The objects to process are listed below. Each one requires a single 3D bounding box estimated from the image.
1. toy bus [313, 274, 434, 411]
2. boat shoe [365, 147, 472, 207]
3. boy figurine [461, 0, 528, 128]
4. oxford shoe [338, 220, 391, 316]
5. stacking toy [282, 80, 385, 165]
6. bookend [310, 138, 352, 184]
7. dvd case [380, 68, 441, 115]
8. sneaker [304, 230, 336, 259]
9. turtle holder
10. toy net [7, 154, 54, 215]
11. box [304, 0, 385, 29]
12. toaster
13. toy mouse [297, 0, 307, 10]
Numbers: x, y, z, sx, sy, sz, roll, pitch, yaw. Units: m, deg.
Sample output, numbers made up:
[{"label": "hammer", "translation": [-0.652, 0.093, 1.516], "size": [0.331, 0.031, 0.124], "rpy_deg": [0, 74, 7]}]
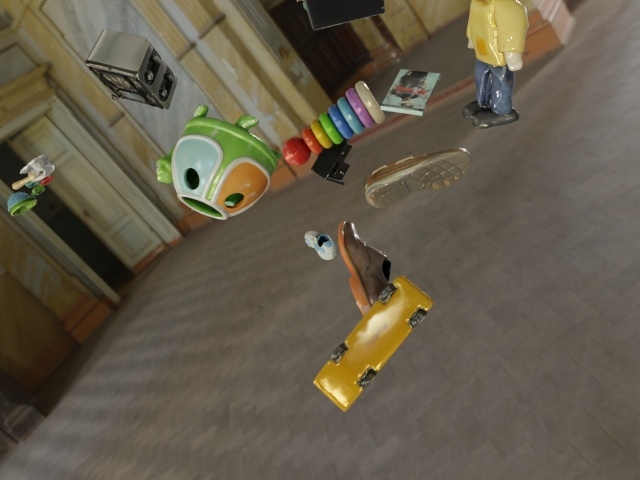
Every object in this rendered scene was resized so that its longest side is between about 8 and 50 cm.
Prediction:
[{"label": "toy bus", "translation": [0.128, 0.240, 1.263], "size": [0.333, 0.108, 0.130], "rpy_deg": [-52, -17, 4]}, {"label": "boat shoe", "translation": [0.279, -0.208, 1.583], "size": [0.324, 0.123, 0.116], "rpy_deg": [-18, 45, 13]}, {"label": "boy figurine", "translation": [0.277, -0.327, 0.864], "size": [0.092, 0.285, 0.177], "rpy_deg": [-15, 37, 0]}, {"label": "oxford shoe", "translation": [0.145, 0.067, 1.629], "size": [0.132, 0.130, 0.364], "rpy_deg": [-23, 48, 8]}, {"label": "stacking toy", "translation": [0.027, -0.342, 1.648], "size": [0.330, 0.141, 0.141], "rpy_deg": [-31, 20, 14]}, {"label": "bookend", "translation": [0.063, -0.286, 1.884], "size": [0.156, 0.072, 0.157], "rpy_deg": [-59, -23, 12]}, {"label": "dvd case", "translation": [0.181, -0.297, 1.071], "size": [0.087, 0.013, 0.119], "rpy_deg": [15, 59, 23]}, {"label": "sneaker", "translation": [0.000, 0.000, 2.130], "size": [0.085, 0.086, 0.237], "rpy_deg": [-12, 23, -19]}, {"label": "turtle holder", "translation": [-0.278, -0.192, 1.349], "size": [0.243, 0.320, 0.228], "rpy_deg": [94, -161, -75]}, {"label": "toy net", "translation": [-0.698, -0.142, 1.330], "size": [0.232, 0.045, 0.122], "rpy_deg": [-32, 3, 41]}, {"label": "box", "translation": [0.017, -0.674, 1.139], "size": [0.182, 0.294, 0.296], "rpy_deg": [-11, -19, 7]}, {"label": "toaster", "translation": [-0.468, -0.420, 1.334], "size": [0.168, 0.185, 0.110], "rpy_deg": [58, -130, -70]}, {"label": "toy mouse", "translation": [-0.032, -0.763, 1.654], "size": [0.031, 0.161, 0.143], "rpy_deg": [21, 54, 42]}]
